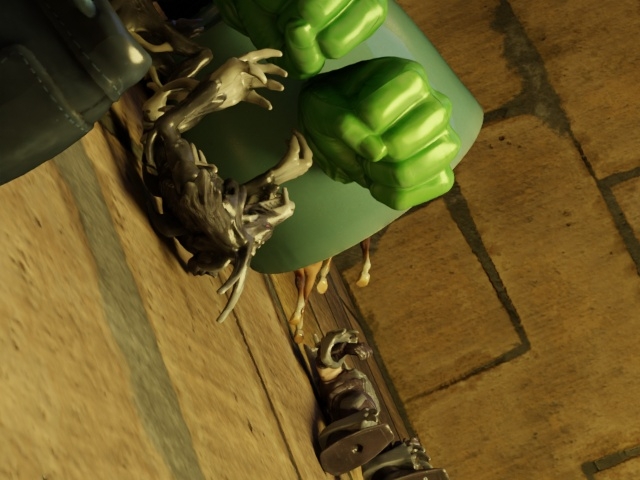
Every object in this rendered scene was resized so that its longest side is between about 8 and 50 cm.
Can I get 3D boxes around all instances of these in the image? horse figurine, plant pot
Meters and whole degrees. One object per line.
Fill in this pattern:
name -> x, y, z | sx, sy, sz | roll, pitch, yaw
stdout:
horse figurine -> 0.000, 0.000, 1.258 | 0.263, 0.066, 0.174 | 131, -34, -54
plant pot -> -0.021, -0.149, 1.109 | 0.235, 0.293, 0.293 | 54, 7, -19

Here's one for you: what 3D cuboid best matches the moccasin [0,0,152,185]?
moccasin -> -0.156, -0.173, 0.467 | 0.138, 0.117, 0.342 | 55, 11, -72

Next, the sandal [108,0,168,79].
sandal -> -0.171, -0.212, 1.063 | 0.180, 0.049, 0.072 | -108, 172, -63

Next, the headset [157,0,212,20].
headset -> -0.188, -0.327, 1.269 | 0.243, 0.185, 0.394 | 62, 17, 17

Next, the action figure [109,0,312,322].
action figure -> -0.080, -0.082, 0.843 | 0.164, 0.141, 0.275 | 86, -18, -65

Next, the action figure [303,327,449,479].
action figure -> 0.050, 0.198, 1.216 | 0.185, 0.099, 0.285 | 55, 2, -14

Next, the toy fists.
toy fists -> 0.011, -0.141, 0.874 | 0.142, 0.096, 0.279 | 9, -43, 56
